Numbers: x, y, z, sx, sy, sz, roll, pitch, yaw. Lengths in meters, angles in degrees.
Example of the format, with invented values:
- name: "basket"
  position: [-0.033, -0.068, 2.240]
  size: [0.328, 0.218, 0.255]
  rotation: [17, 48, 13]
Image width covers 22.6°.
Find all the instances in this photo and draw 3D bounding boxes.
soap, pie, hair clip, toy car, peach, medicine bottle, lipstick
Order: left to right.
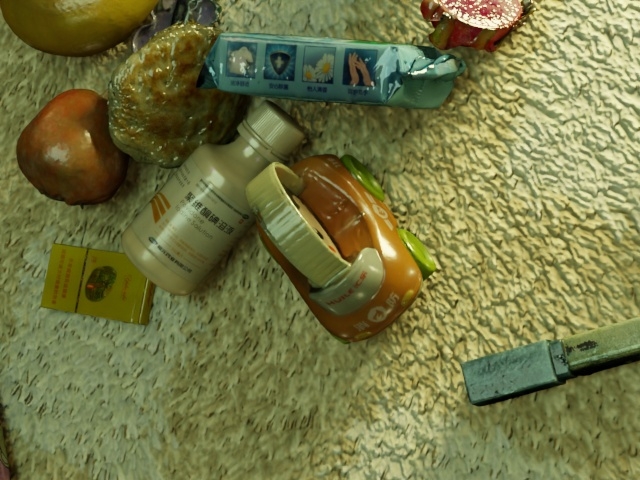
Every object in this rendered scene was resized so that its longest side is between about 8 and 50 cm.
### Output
- name: "peach"
  position: [-0.303, -0.355, 2.046]
  size: [0.251, 0.153, 0.251]
  rotation: [-6, 80, 35]
- name: "hair clip"
  position: [-0.190, -0.248, 2.028]
  size: [0.124, 0.052, 0.195]
  rotation: [9, 80, 21]
- name: "pie"
  position: [-0.173, -0.174, 1.959]
  size: [0.193, 0.079, 0.163]
  rotation: [-31, 99, -8]
- name: "medicine bottle"
  position: [-0.122, -0.056, 1.924]
  size: [0.252, 0.114, 0.114]
  rotation: [-47, 65, 9]
- name: "toy car"
  position: [0.000, 0.000, 1.798]
  size: [0.145, 0.235, 0.235]
  rotation: [-41, 66, 14]
- name: "soap"
  position: [0.016, -0.198, 1.860]
  size: [0.293, 0.156, 0.077]
  rotation: [7, 97, 26]
- name: "lipstick"
  position: [0.307, 0.116, 1.726]
  size: [0.312, 0.051, 0.051]
  rotation: [-18, 73, 19]

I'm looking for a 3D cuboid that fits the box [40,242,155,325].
- name: "box"
  position: [-0.280, 0.054, 2.030]
  size: [0.155, 0.023, 0.087]
  rotation: [8, 82, 26]

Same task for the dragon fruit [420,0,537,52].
- name: "dragon fruit"
  position: [0.169, -0.259, 1.842]
  size: [0.112, 0.126, 0.068]
  rotation: [46, 142, 21]

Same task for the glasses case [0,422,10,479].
- name: "glasses case"
  position: [-0.482, 0.212, 2.066]
  size: [0.123, 0.076, 0.316]
  rotation: [-23, 72, 19]

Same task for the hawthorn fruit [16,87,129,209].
- name: "hawthorn fruit"
  position: [-0.307, -0.127, 2.016]
  size: [0.149, 0.149, 0.189]
  rotation: [-9, 59, 24]
